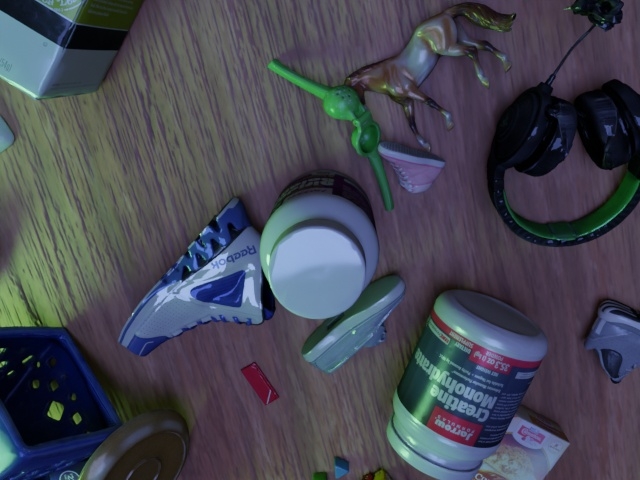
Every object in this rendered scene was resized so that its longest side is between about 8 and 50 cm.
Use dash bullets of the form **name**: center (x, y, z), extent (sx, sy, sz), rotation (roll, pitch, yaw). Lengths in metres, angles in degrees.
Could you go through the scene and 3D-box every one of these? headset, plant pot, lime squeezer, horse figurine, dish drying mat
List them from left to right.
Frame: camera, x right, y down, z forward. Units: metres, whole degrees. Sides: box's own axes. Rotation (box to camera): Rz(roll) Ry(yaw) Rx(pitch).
- **plant pot**: center (-0.511, 0.294, 1.033), extent (0.212, 0.236, 0.236), rotation (-42, 72, 11)
- **plant pot**: center (-0.317, 0.406, 1.110), extent (0.032, 0.236, 0.236), rotation (28, 108, 32)
- **dish drying mat**: center (-0.111, 0.264, 1.167), extent (0.032, 0.008, 0.083), rotation (-30, 103, 10)
- **lime squeezer**: center (0.040, -0.171, 0.990), extent (0.310, 0.059, 0.110), rotation (49, 137, -12)
- **horse figurine**: center (0.172, -0.265, 0.972), extent (0.174, 0.066, 0.263), rotation (45, 111, 5)
- **headset**: center (0.382, -0.160, 0.942), extent (0.243, 0.185, 0.394), rotation (-4, 117, 2)

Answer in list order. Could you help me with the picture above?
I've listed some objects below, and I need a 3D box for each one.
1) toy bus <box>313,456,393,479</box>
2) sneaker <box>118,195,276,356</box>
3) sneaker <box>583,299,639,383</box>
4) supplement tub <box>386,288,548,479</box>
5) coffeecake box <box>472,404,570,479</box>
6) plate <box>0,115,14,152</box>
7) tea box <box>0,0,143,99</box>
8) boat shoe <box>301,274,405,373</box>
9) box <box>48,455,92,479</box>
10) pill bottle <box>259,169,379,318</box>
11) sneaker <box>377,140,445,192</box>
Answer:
- **toy bus**: center (0.072, 0.527, 1.187), extent (0.190, 0.104, 0.202), rotation (8, 106, 0)
- **sneaker**: center (-0.179, 0.100, 1.061), extent (0.182, 0.127, 0.315), rotation (41, 101, -7)
- **sneaker**: center (0.565, 0.202, 1.100), extent (0.228, 0.086, 0.132), rotation (25, 110, 5)
- **supplement tub**: center (0.236, 0.236, 1.055), extent (0.191, 0.191, 0.272), rotation (19, 105, -4)
- **coffeecake box**: center (0.335, 0.393, 1.161), extent (0.142, 0.068, 0.186), rotation (28, 104, -5)
- **plate**: center (-0.691, -0.206, 1.031), extent (0.277, 0.045, 0.278), rotation (-30, 103, 9)
- **tea box**: center (-0.419, -0.420, 0.871), extent (0.329, 0.220, 0.324), rotation (30, 104, -7)
- **boat shoe**: center (0.070, 0.149, 1.100), extent (0.227, 0.079, 0.081), rotation (-41, 108, 18)
- **box**: center (-0.451, 0.505, 1.199), extent (0.184, 0.103, 0.261), rotation (-9, 105, 1)
- **pill bottle**: center (0.000, 0.000, 0.936), extent (0.169, 0.301, 0.169), rotation (0, 106, 1)
- **sneaker**: center (0.136, -0.111, 1.011), extent (0.134, 0.051, 0.070), rotation (8, 119, -37)
